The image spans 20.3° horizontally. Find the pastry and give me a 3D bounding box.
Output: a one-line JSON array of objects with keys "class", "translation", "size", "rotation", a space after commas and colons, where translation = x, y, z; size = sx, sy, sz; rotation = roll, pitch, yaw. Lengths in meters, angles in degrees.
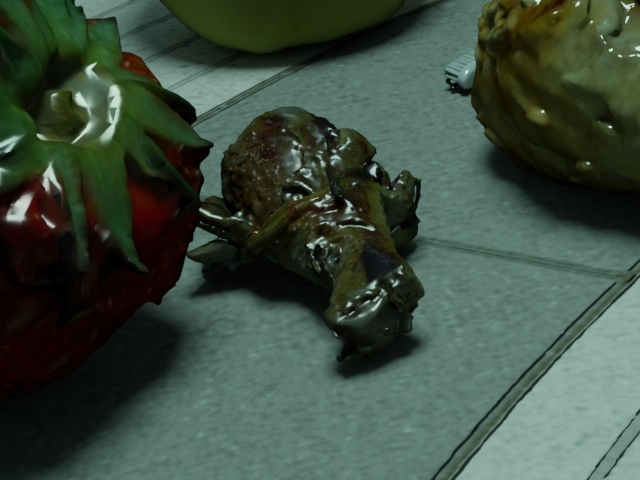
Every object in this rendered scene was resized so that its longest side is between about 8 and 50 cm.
[{"class": "pastry", "translation": [0.229, -0.119, 1.026], "size": [0.311, 0.162, 0.255], "rotation": [16, 34, 41]}]

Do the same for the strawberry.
[{"class": "strawberry", "translation": [-0.220, -0.025, 0.934], "size": [0.288, 0.250, 0.238], "rotation": [-29, -20, 30]}]

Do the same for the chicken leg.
[{"class": "chicken leg", "translation": [0.006, -0.004, 0.984], "size": [0.125, 0.080, 0.196], "rotation": [-34, 41, -22]}]

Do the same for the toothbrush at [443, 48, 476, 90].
[{"class": "toothbrush", "translation": [0.195, -0.167, 1.291], "size": [0.288, 0.021, 0.024], "rotation": [-28, 40, -33]}]

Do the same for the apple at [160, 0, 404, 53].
[{"class": "apple", "translation": [-0.033, -0.273, 1.352], "size": [0.262, 0.262, 0.262], "rotation": [-9, 26, 4]}]
